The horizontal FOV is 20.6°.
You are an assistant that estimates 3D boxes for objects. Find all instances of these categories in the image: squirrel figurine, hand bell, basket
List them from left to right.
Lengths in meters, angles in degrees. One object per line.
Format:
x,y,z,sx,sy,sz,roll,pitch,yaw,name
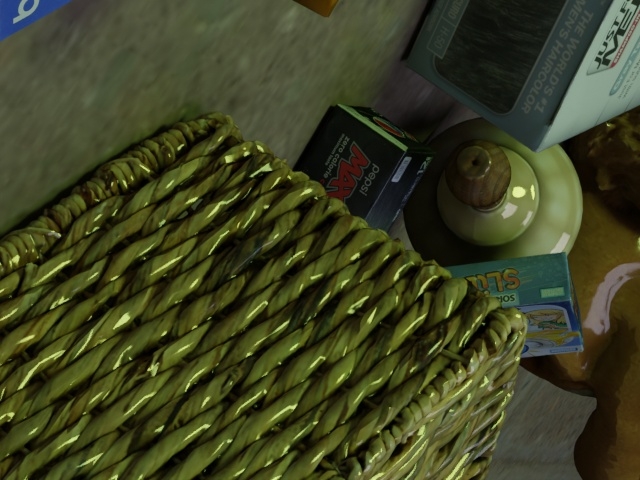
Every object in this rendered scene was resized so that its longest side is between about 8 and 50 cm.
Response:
-0.077,0.117,0.879,0.299,0.223,0.213,-40,153,-35,basket
0.105,-0.033,1.114,0.126,0.126,0.242,-53,172,1,hand bell
0.351,0.069,1.532,0.281,0.370,0.397,-21,142,-55,squirrel figurine

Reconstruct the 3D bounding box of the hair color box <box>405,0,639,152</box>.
0.226,-0.199,1.197,0.374,0.113,0.185,-25,146,-53,hair color box

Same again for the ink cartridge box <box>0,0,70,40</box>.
-0.093,-0.178,0.627,0.097,0.046,0.207,-38,154,-36,ink cartridge box

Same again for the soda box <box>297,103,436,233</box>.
0.000,0.000,1.102,0.169,0.060,0.053,-60,160,14,soda box

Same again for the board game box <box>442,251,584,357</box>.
0.074,0.055,1.200,0.136,0.201,0.035,55,29,-68,board game box

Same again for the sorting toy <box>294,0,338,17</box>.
0.065,-0.254,0.739,0.307,0.041,0.229,-60,176,-17,sorting toy
